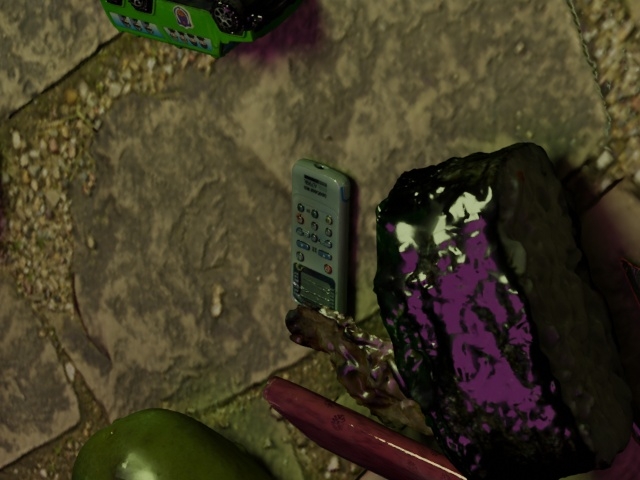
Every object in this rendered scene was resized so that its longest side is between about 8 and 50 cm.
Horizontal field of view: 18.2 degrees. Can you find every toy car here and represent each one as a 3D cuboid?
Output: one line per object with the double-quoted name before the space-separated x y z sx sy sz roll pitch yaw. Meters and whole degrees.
"toy car" -0.087 -0.174 1.438 0.165 0.071 0.062 18 138 36

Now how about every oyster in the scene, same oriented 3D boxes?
"oyster" 0.049 0.098 1.442 0.177 0.056 0.105 24 159 22

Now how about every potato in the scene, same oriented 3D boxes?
"potato" -0.097 0.249 1.624 0.253 0.148 0.186 60 154 -12

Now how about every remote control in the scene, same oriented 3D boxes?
"remote control" 0.000 0.000 1.485 0.053 0.018 0.124 24 127 34

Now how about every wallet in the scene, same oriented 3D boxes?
"wallet" 0.070 0.166 1.459 0.232 0.025 0.119 22 164 34

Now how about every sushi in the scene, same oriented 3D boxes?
"sushi" 0.114 0.054 1.304 0.127 0.124 0.225 -16 96 31

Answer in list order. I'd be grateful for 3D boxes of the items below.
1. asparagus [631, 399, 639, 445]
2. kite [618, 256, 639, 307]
"asparagus" 0.205 0.115 1.351 0.023 0.022 0.233 -34 83 3
"kite" 0.266 0.068 1.276 0.190 0.010 0.159 28 127 28
